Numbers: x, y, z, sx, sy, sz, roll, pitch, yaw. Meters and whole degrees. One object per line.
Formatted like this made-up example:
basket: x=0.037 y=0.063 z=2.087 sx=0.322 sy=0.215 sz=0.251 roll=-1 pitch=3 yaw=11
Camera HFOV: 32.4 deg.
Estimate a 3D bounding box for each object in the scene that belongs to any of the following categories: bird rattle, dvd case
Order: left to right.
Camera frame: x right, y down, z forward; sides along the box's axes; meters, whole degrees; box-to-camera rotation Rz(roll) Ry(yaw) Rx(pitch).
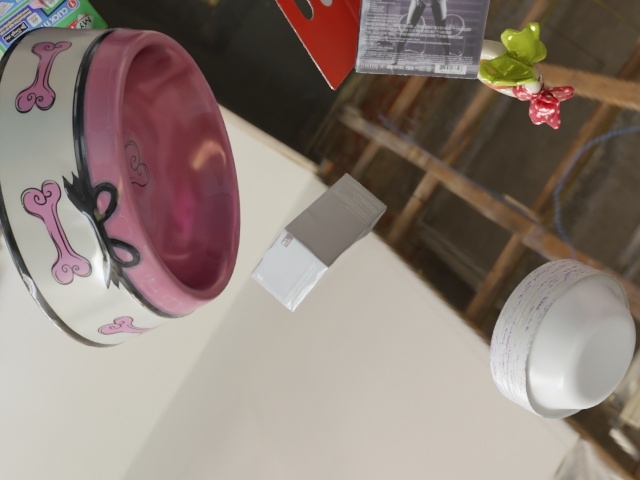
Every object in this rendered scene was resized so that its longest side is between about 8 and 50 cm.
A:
dvd case: x=0.134 y=-0.312 z=1.405 sx=0.018 sy=0.164 sz=0.221 roll=-90 pitch=-176 yaw=-54
bird rattle: x=0.387 y=-0.335 z=2.178 sx=0.206 sy=0.253 sz=0.143 roll=25 pitch=-93 yaw=36

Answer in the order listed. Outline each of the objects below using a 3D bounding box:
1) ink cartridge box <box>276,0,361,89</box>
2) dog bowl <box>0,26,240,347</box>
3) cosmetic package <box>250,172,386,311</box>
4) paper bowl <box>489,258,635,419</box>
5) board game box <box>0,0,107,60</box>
ink cartridge box: x=0.055 y=-0.436 z=1.505 sx=0.091 sy=0.308 sz=0.385 roll=-13 pitch=-151 yaw=42
dog bowl: x=-0.231 y=-0.079 z=1.368 sx=0.150 sy=0.408 sz=0.408 roll=-10 pitch=-143 yaw=17
cosmetic package: x=0.000 y=0.000 z=1.825 sx=0.127 sy=0.107 sz=0.238 roll=-53 pitch=177 yaw=40
paper bowl: x=0.451 y=0.186 z=1.973 sx=0.148 sy=0.284 sz=0.284 roll=26 pitch=-95 yaw=47
board game box: x=-0.462 y=-0.263 z=1.403 sx=0.317 sy=0.213 sz=0.046 roll=-39 pitch=-143 yaw=-5
